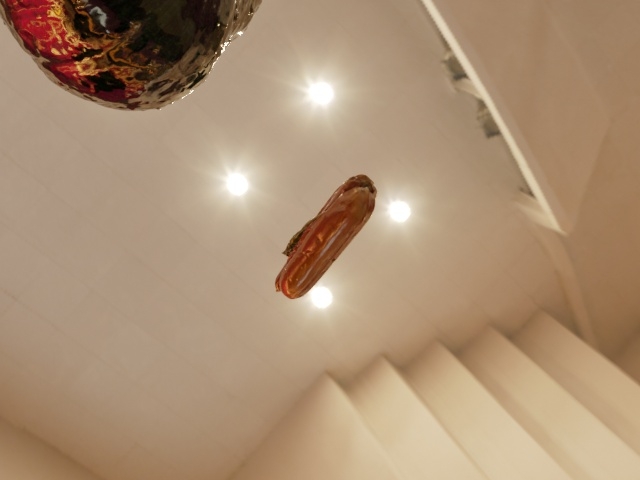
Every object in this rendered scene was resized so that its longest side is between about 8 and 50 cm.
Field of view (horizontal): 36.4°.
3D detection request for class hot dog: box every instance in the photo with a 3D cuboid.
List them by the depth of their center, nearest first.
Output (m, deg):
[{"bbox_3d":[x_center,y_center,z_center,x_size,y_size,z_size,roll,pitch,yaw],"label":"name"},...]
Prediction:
[{"bbox_3d":[0.000,0.000,1.377,0.062,0.092,0.235,30,-59,-14],"label":"hot dog"}]

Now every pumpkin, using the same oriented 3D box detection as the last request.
[{"bbox_3d":[-0.210,-0.254,0.941,0.197,0.263,0.293,-63,-40,-38],"label":"pumpkin"}]
